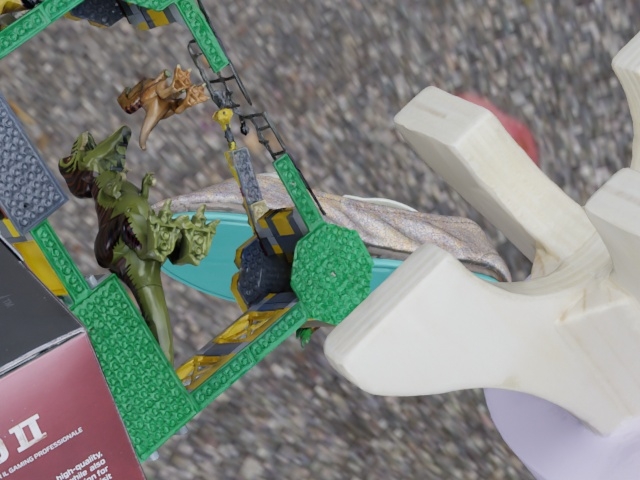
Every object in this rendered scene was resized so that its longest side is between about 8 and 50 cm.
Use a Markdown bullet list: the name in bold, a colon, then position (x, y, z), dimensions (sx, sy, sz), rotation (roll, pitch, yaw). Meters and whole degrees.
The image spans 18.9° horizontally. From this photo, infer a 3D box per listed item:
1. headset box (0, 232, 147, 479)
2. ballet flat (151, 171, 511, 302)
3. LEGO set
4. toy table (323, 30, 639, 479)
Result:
- **headset box**: position (-0.148, 0.104, 0.800), dimensions (0.110, 0.293, 0.218), rotation (-29, 36, -18)
- **ballet flat**: position (0.000, 0.000, 1.538), dimensions (0.316, 0.107, 0.106), rotation (14, 39, -20)
- **LEGO set**: position (-0.147, -0.025, 1.135), dimensions (0.192, 0.331, 0.255), rotation (-5, 37, 53)
- **toy table**: position (0.134, 0.016, 0.882), dimensions (0.252, 0.161, 0.274), rotation (-49, 28, -18)
